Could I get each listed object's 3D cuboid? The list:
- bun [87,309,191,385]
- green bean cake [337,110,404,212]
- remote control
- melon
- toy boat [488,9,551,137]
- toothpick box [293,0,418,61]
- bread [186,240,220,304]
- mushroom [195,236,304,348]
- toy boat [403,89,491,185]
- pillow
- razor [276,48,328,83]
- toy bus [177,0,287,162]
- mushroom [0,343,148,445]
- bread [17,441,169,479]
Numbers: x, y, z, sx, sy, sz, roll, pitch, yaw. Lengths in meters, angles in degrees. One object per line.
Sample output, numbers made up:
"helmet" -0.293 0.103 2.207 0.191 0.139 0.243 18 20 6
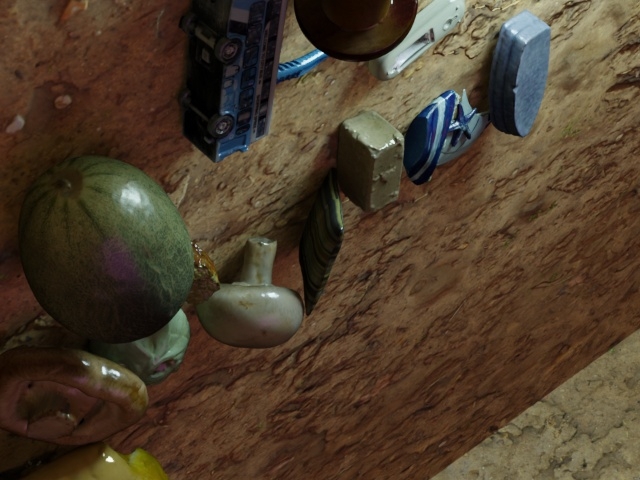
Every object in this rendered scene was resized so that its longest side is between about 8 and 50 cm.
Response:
"bun" -0.324 0.196 1.949 0.195 0.118 0.195 -27 146 -20
"green bean cake" 0.093 -0.148 2.029 0.085 0.109 0.179 -28 147 -25
"remote control" 0.177 -0.367 1.924 0.221 0.042 0.078 -39 151 -11
"melon" -0.323 0.015 1.607 0.249 0.248 0.329 -35 141 -15
"toy boat" 0.403 -0.327 2.186 0.127 0.078 0.283 -37 143 -31
"toothpick box" 0.053 -0.386 1.557 0.192 0.192 0.294 -40 169 -8
"bread" -0.248 0.040 1.843 0.086 0.125 0.156 -44 149 16
"mushroom" -0.129 0.098 2.026 0.207 0.207 0.215 13 84 -55
"toy boat" 0.273 -0.237 2.183 0.292 0.070 0.210 -37 151 -25
"pillow" 0.000 0.000 2.034 0.052 0.208 0.212 14 124 -12
"razor" 0.001 -0.304 1.799 0.253 0.042 0.082 -23 -175 -29
"toy bus" -0.135 -0.270 1.616 0.131 0.106 0.297 -27 144 -34
"mushroom" -0.438 0.263 1.824 0.278 0.146 0.278 -1 139 -1
"bread" -0.461 0.536 1.980 0.394 0.250 0.361 -28 174 -26
